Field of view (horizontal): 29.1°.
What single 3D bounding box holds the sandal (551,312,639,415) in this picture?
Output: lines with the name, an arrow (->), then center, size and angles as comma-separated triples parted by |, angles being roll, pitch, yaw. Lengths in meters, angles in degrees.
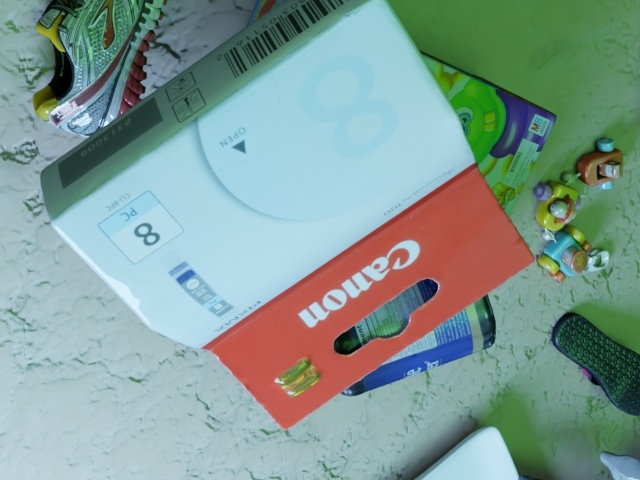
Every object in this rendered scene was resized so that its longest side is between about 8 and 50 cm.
sandal -> 0.345, 0.147, 1.502 | 0.179, 0.040, 0.067 | 40, 83, -20

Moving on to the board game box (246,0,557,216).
board game box -> 0.060, -0.117, 1.171 | 0.275, 0.142, 0.144 | 17, 103, -32

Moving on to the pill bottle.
pill bottle -> 0.058, 0.086, 1.259 | 0.219, 0.123, 0.123 | -19, 119, -5

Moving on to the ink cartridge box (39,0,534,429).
ink cartridge box -> 0.000, 0.000, 1.059 | 0.308, 0.091, 0.385 | -35, 126, 5

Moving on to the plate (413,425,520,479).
plate -> 0.136, 0.383, 1.482 | 0.278, 0.045, 0.277 | -35, 124, -11

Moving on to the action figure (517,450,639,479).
action figure -> 0.405, 0.314, 1.530 | 0.330, 0.178, 0.341 | 20, 93, -51

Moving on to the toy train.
toy train -> 0.305, -0.026, 1.398 | 0.125, 0.046, 0.166 | -13, 116, -22

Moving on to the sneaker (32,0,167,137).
sneaker -> -0.187, -0.193, 1.043 | 0.092, 0.088, 0.225 | 6, 107, -28
